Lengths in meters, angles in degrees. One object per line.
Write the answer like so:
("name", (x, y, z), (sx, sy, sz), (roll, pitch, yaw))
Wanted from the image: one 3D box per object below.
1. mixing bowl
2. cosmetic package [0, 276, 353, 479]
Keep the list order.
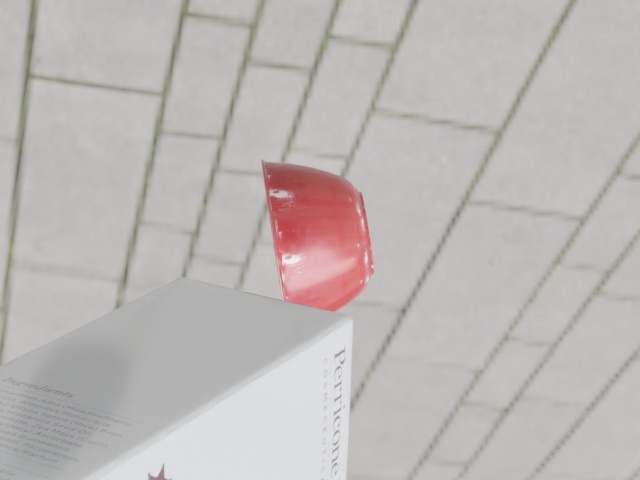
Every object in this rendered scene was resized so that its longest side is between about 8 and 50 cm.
("mixing bowl", (0.000, 0.000, 1.788), (0.098, 0.181, 0.181), (-9, 151, 0))
("cosmetic package", (-0.151, 0.202, 1.188), (0.161, 0.230, 0.453), (11, -160, 26))
